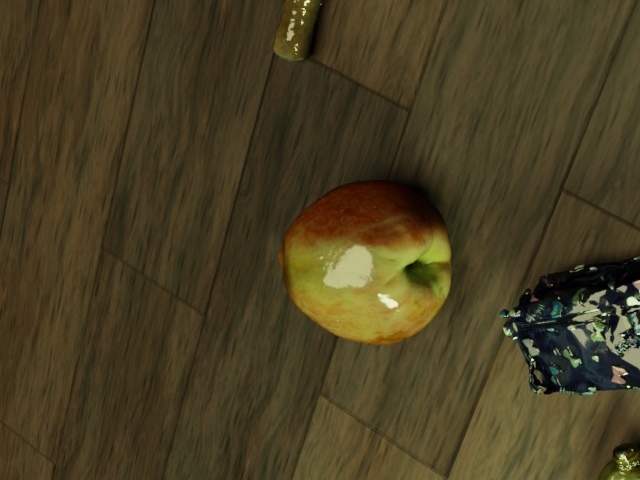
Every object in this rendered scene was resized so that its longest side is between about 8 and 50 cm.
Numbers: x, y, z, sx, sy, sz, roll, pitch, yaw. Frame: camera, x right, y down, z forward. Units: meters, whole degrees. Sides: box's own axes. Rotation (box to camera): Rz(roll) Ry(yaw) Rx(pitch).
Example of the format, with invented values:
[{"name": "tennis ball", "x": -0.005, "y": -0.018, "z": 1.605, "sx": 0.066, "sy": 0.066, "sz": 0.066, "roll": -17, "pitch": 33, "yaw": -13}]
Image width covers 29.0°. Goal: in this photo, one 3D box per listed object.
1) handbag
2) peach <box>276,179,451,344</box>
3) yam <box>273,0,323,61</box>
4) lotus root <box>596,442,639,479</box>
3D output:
[{"name": "handbag", "x": 0.371, "y": 0.109, "z": 1.600, "sx": 0.260, "sy": 0.113, "sz": 0.162, "roll": -14, "pitch": 101, "yaw": 37}, {"name": "peach", "x": 0.051, "y": 0.031, "z": 1.745, "sx": 0.256, "sy": 0.232, "sz": 0.232, "roll": 2, "pitch": 105, "yaw": 39}, {"name": "yam", "x": -0.006, "y": -0.391, "z": 1.764, "sx": 0.066, "sy": 0.066, "sz": 0.300, "roll": 35, "pitch": 123, "yaw": 24}, {"name": "lotus root", "x": 0.410, "y": 0.351, "z": 1.662, "sx": 0.090, "sy": 0.077, "sz": 0.183, "roll": 11, "pitch": 113, "yaw": 26}]
